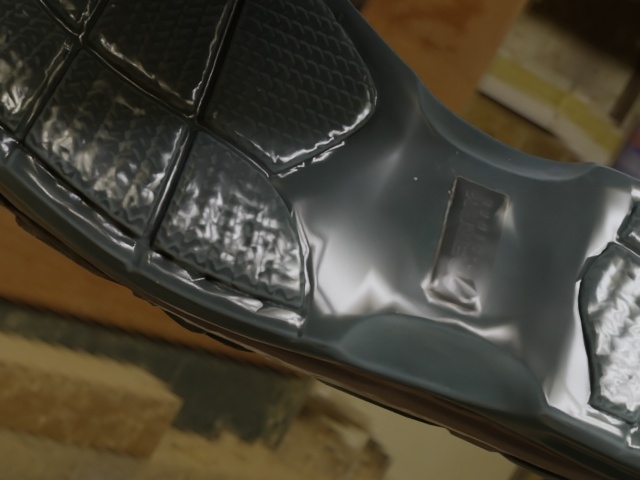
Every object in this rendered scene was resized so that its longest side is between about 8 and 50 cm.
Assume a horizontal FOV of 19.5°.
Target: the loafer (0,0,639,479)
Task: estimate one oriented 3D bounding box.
[{"bbox_3d":[0.000,0.000,0.457,0.268,0.096,0.084,29,-28,-8],"label":"loafer"}]
